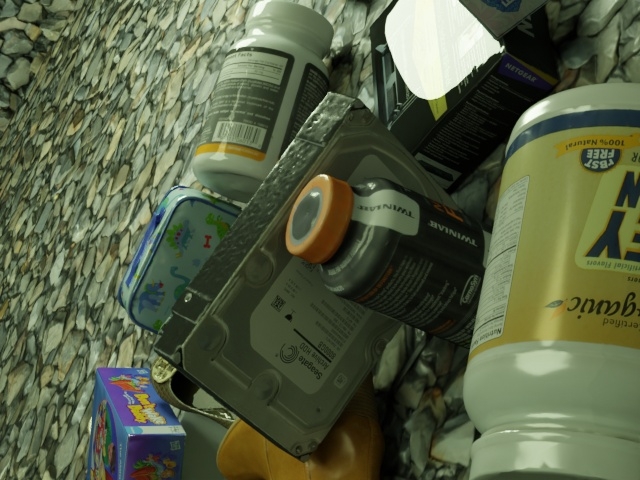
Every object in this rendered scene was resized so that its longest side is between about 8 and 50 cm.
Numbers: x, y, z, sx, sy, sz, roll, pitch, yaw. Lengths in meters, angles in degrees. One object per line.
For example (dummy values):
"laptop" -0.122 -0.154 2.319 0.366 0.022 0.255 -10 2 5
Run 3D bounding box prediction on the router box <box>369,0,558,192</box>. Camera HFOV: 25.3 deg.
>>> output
"router box" 0.162 -0.228 1.721 0.243 0.081 0.309 -47 30 37

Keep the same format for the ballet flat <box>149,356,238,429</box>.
"ballet flat" -0.132 0.201 1.838 0.250 0.058 0.084 27 77 35

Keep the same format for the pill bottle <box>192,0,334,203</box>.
"pill bottle" -0.077 -0.202 2.104 0.162 0.162 0.278 -17 54 60

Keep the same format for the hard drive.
"hard drive" -0.002 0.043 1.536 0.339 0.237 0.064 -54 38 -11

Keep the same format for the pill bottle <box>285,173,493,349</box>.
"pill bottle" 0.088 0.017 1.454 0.130 0.246 0.130 -45 32 39

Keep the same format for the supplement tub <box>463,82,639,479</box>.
"supplement tub" 0.238 0.061 1.123 0.228 0.228 0.316 -25 47 57

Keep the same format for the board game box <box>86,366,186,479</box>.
"board game box" -0.262 0.376 1.938 0.233 0.078 0.347 -136 51 -65

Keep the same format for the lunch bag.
"lunch bag" -0.189 0.038 2.103 0.219 0.176 0.090 -65 24 6

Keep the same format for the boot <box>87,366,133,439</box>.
"boot" -0.336 0.280 2.347 0.084 0.059 0.158 -43 32 34

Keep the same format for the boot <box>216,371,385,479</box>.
"boot" -0.034 0.288 1.645 0.295 0.104 0.211 -39 35 40

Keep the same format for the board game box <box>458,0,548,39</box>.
"board game box" 0.199 -0.402 1.421 0.318 0.319 0.066 -35 35 24

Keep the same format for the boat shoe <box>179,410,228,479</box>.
"boat shoe" -0.144 0.225 1.950 0.102 0.108 0.301 89 177 -64
